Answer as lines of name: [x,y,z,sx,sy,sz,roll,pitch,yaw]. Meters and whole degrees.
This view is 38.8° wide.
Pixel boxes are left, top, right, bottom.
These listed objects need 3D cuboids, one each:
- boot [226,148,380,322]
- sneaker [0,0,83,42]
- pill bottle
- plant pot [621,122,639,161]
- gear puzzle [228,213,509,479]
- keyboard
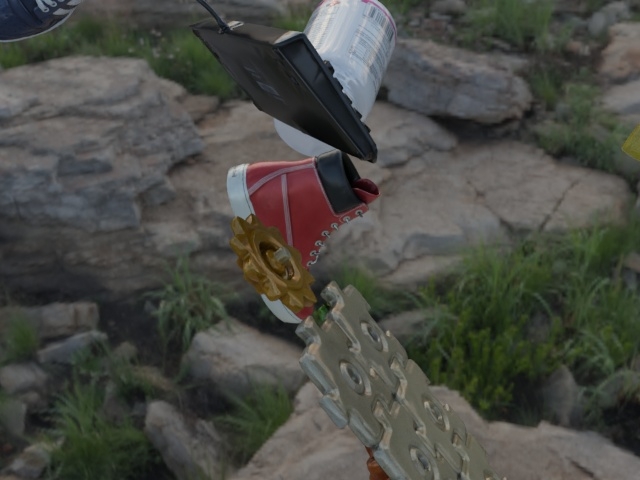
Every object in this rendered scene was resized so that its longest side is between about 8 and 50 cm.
boot: [0.000,0.000,1.153,0.176,0.244,0.088,-9,35,11]
sneaker: [-0.285,-0.310,1.045,0.282,0.099,0.153,-28,22,1]
pill bottle: [0.024,-0.282,1.540,0.160,0.160,0.283,8,48,15]
plant pot: [0.541,-0.167,1.135,0.212,0.187,0.212,34,36,16]
gear puzzle: [0.035,0.122,0.673,0.044,0.339,0.175,-37,5,20]
keyboard: [-0.059,-0.166,0.763,0.033,0.201,0.317,-43,24,-4]
